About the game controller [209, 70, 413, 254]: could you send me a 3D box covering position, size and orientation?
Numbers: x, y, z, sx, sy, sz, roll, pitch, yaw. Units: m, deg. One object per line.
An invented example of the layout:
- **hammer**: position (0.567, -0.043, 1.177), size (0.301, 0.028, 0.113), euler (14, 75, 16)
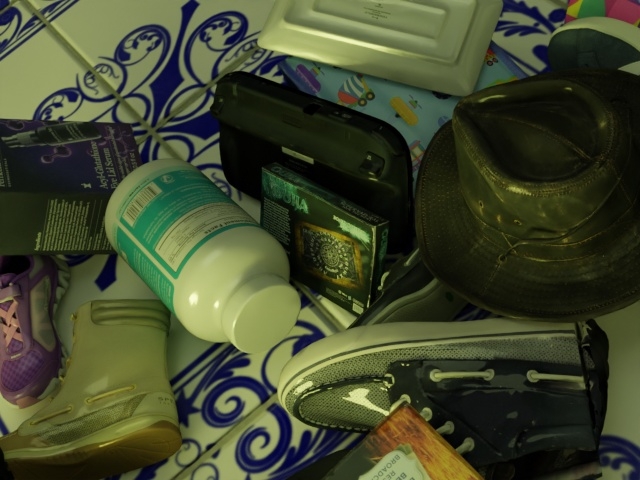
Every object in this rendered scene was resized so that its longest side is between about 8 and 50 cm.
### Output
- **game controller**: position (-0.015, -0.094, 1.333), size (0.067, 0.166, 0.319), euler (-35, 42, -30)

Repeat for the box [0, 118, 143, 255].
- **box**: position (-0.336, -0.069, 1.436), size (0.207, 0.108, 0.153), euler (-1, 43, -26)

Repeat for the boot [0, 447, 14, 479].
- **boot**: position (-0.438, 0.323, 1.146), size (0.260, 0.131, 0.348), euler (-30, 87, 0)

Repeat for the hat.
- **hat**: position (0.211, -0.080, 1.109), size (0.331, 0.134, 0.331), euler (-18, 52, 25)

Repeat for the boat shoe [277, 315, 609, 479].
- **boat shoe**: position (0.115, 0.170, 1.094), size (0.340, 0.127, 0.158), euler (-12, 44, 16)

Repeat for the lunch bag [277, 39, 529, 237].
- **lunch bag**: position (0.128, -0.156, 1.352), size (0.221, 0.138, 0.293), euler (-36, 58, -7)

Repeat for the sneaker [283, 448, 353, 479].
- **sneaker**: position (-0.064, 0.299, 1.083), size (0.286, 0.130, 0.109), euler (-40, 46, -9)

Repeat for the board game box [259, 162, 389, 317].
- **board game box**: position (0.000, 0.000, 1.287), size (0.026, 0.126, 0.186), euler (-23, 39, -39)

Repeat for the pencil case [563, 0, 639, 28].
- **pencil case**: position (0.392, -0.231, 1.297), size (0.104, 0.104, 0.236), euler (-43, 47, -10)

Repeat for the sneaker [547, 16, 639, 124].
- **sneaker**: position (0.339, -0.117, 1.207), size (0.148, 0.131, 0.350), euler (-36, 49, -10)

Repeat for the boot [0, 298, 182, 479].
- **boot**: position (-0.291, 0.179, 1.301), size (0.262, 0.095, 0.203), euler (-18, 50, 10)

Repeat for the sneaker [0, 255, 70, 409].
- **sneaker**: position (-0.378, 0.096, 1.400), size (0.095, 0.104, 0.236), euler (-17, 51, 11)

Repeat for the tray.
- **tray**: position (0.070, -0.266, 1.335), size (0.270, 0.030, 0.145), euler (16, 69, 13)

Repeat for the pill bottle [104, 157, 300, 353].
- **pill bottle**: position (-0.134, 0.022, 1.314), size (0.146, 0.146, 0.264), euler (-41, 50, -8)

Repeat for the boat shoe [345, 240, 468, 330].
- **boat shoe**: position (0.102, 0.061, 1.223), size (0.233, 0.084, 0.079), euler (-41, 40, -13)

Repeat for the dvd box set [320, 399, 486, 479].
- **dvd box set**: position (0.106, 0.382, 0.920), size (0.307, 0.062, 0.420), euler (-43, 61, -4)
